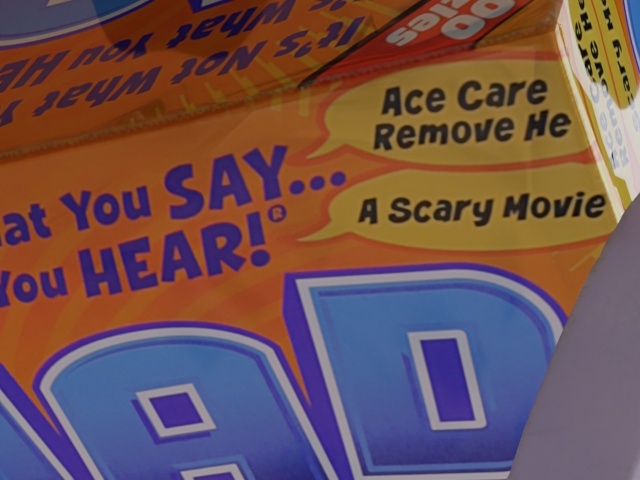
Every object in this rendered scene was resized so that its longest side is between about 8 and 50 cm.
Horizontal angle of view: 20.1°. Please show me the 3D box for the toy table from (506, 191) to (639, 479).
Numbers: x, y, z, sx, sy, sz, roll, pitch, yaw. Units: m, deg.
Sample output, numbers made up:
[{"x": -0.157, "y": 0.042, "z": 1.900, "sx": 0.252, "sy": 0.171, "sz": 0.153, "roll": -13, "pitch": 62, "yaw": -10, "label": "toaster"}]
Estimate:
[{"x": 0.133, "y": 0.125, "z": 0.390, "sx": 0.160, "sy": 0.252, "sz": 0.274, "roll": 11, "pitch": -76, "yaw": 33, "label": "toy table"}]

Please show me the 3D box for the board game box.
[{"x": 0.000, "y": 0.000, "z": 0.778, "sx": 0.356, "sy": 0.357, "sz": 0.356, "roll": -11, "pitch": -145, "yaw": 22, "label": "board game box"}]
